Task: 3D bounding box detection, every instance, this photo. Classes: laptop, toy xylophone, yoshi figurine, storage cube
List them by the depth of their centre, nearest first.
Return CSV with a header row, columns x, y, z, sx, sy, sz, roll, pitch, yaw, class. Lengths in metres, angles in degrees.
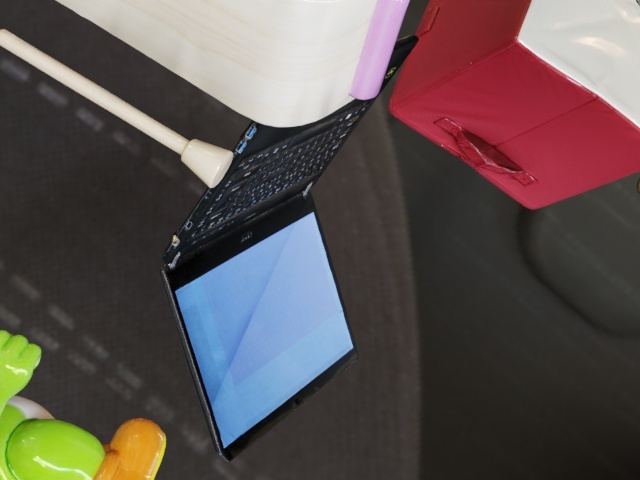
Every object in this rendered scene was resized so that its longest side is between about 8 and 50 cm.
x,y,z,sx,sy,sz,roll,pitch,yaw,class
-0.107,-0.171,0.947,0.323,0.081,0.236,37,-35,3,toy xylophone
0.000,0.000,1.142,0.136,0.264,0.234,42,31,9,laptop
0.207,-0.169,1.312,0.184,0.215,0.193,33,-26,-20,storage cube
-0.335,0.152,1.398,0.362,0.203,0.203,20,12,-17,yoshi figurine

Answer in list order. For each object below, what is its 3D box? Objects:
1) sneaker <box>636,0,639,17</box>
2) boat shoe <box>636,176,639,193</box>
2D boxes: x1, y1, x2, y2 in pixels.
x,y,z,sx,sy,sz,roll,pitch,yaw,class
0.221,-0.137,0.781,0.088,0.092,0.225,3,27,-45,sneaker
0.397,-0.127,1.414,0.095,0.257,0.095,33,43,14,boat shoe
